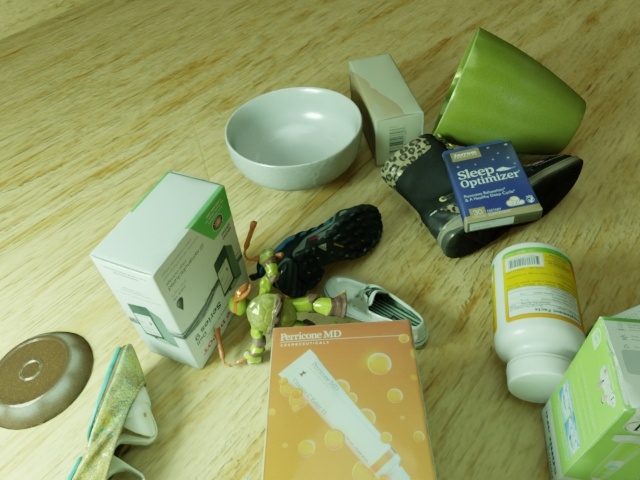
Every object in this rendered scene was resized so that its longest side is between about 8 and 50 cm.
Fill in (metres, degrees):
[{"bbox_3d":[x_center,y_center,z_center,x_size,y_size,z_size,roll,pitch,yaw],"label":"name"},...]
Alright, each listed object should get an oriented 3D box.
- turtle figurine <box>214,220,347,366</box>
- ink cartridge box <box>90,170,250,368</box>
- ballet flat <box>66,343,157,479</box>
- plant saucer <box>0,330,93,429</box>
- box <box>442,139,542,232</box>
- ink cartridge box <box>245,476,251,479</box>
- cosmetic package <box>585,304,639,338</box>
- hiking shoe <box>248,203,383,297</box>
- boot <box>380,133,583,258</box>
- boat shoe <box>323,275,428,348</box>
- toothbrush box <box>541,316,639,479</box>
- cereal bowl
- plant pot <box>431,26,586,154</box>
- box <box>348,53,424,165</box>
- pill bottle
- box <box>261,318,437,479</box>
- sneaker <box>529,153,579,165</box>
[{"bbox_3d":[-0.066,0.112,0.834,0.218,0.269,0.087,10,7,-9],"label":"turtle figurine"},{"bbox_3d":[-0.239,0.059,0.847,0.122,0.289,0.211,15,51,17],"label":"ink cartridge box"},{"bbox_3d":[-0.319,0.330,0.739,0.123,0.123,0.348,0,47,8],"label":"ballet flat"},{"bbox_3d":[-0.528,0.245,0.885,0.199,0.036,0.198,-3,47,4],"label":"plant saucer"},{"bbox_3d":[0.327,-0.123,0.942,0.137,0.036,0.225,-11,50,8],"label":"box"},{"bbox_3d":[-0.161,0.403,0.644,0.060,0.104,0.180,20,52,25],"label":"ink cartridge box"},{"bbox_3d":[0.565,0.162,0.782,0.231,0.085,0.117,-17,48,-10],"label":"cosmetic package"},{"bbox_3d":[0.000,0.000,0.989,0.304,0.113,0.132,-30,27,-33],"label":"hiking shoe"},{"bbox_3d":[0.348,-0.143,1.063,0.378,0.138,0.284,-29,50,-11],"label":"boot"},{"bbox_3d":[0.102,0.113,0.893,0.226,0.075,0.083,25,55,27],"label":"boat shoe"},{"bbox_3d":[0.427,0.228,0.603,0.206,0.283,0.122,3,47,11],"label":"toothbrush box"},{"bbox_3d":[-0.060,-0.238,1.195,0.339,0.141,0.338,-4,48,4],"label":"cereal bowl"},{"bbox_3d":[0.457,-0.323,1.150,0.294,0.274,0.274,22,52,5],"label":"plant pot"},{"bbox_3d":[0.168,-0.353,1.269,0.121,0.148,0.311,-11,46,-2],"label":"box"},{"bbox_3d":[0.360,0.134,0.798,0.137,0.136,0.245,5,49,12],"label":"pill bottle"},{"bbox_3d":[0.041,0.303,0.664,0.215,0.168,0.345,-5,47,4],"label":"box"},{"bbox_3d":[0.545,-0.181,1.134,0.120,0.047,0.057,-10,28,-4],"label":"sneaker"}]
